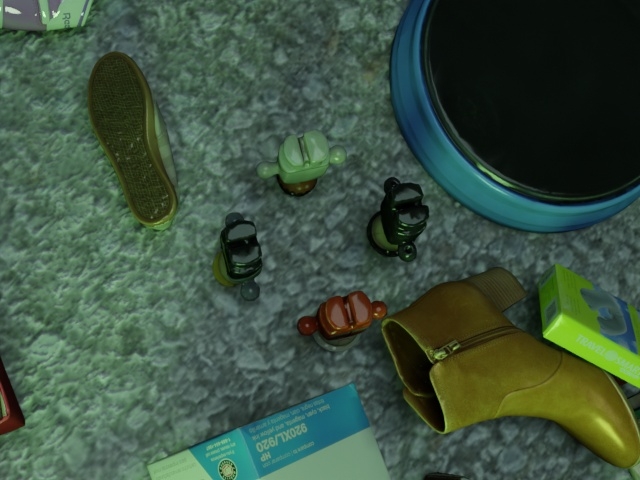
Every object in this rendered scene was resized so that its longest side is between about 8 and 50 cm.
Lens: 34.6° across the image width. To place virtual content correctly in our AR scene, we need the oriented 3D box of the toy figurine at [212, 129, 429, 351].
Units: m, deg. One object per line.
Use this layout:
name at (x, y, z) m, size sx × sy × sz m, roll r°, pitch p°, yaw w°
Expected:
toy figurine at (0.000, 0.000, 1.162) m, size 0.209 × 0.148 × 0.213 m, roll 29°, pitch 76°, yaw 2°

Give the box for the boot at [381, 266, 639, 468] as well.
boot at (0.209, 0.175, 1.153) m, size 0.211 × 0.104 × 0.295 m, roll -26°, pitch 72°, yaw -38°

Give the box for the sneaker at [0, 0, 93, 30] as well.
sneaker at (-0.318, -0.382, 1.202) m, size 0.161 × 0.102 × 0.282 m, roll -1°, pitch 89°, yaw -15°

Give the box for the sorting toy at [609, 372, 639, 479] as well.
sorting toy at (0.429, 0.232, 1.245) m, size 0.132 × 0.046 × 0.275 m, roll -21°, pitch 82°, yaw -15°

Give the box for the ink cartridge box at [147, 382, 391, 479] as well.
ink cartridge box at (-0.031, 0.294, 1.041) m, size 0.168 × 0.171 × 0.233 m, roll -14°, pitch 78°, yaw -46°

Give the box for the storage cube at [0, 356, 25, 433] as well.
storage cube at (-0.415, 0.127, 1.016) m, size 0.183 × 0.193 × 0.215 m, roll -22°, pitch 82°, yaw -15°

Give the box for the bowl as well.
bowl at (0.283, -0.208, 1.295) m, size 0.391 × 0.077 × 0.391 m, roll 3°, pitch 77°, yaw -11°

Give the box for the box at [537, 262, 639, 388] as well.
box at (0.338, 0.108, 1.192) m, size 0.178 × 0.042 × 0.109 m, roll 29°, pitch 31°, yaw -10°

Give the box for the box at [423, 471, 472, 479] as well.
box at (0.163, 0.459, 1.094) m, size 0.191 × 0.143 × 0.382 m, roll 19°, pitch 77°, yaw -7°

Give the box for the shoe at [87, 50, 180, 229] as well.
shoe at (-0.213, -0.112, 1.186) m, size 0.076 × 0.058 × 0.219 m, roll -19°, pitch 78°, yaw 5°
